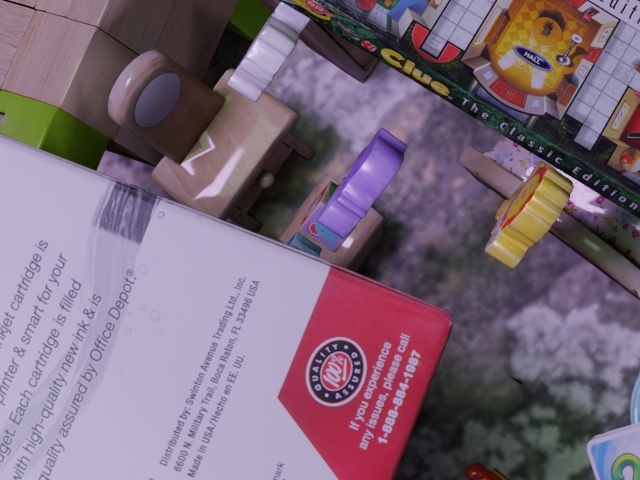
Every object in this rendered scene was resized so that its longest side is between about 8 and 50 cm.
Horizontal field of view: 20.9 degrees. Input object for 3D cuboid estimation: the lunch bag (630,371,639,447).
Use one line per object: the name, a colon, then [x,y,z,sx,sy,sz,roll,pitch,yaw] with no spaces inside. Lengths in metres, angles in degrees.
lunch bag: [0.288,0.066,0.798,0.279,0.108,0.224,-47,69,15]

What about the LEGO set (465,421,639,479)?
LEGO set: [0.106,0.193,0.833,0.244,0.060,0.182,-22,79,39]

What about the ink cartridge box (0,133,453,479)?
ink cartridge box: [-0.102,0.082,0.811,0.273,0.114,0.197,22,77,3]

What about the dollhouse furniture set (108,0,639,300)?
dollhouse furniture set: [0.110,-0.066,0.883,0.355,0.174,0.303,37,92,25]

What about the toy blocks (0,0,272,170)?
toy blocks: [-0.157,-0.219,1.041,0.261,0.191,0.381,18,83,35]

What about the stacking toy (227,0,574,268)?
stacking toy: [0.000,0.000,0.883,0.167,0.052,0.221,33,127,-6]

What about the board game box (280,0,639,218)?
board game box: [0.116,-0.108,0.824,0.259,0.030,0.136,31,70,1]
